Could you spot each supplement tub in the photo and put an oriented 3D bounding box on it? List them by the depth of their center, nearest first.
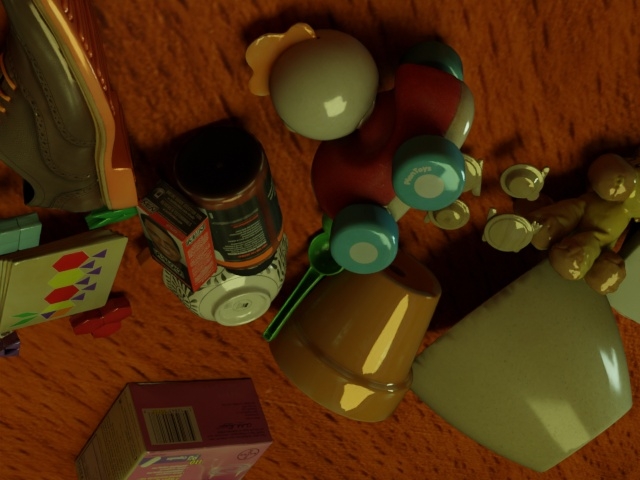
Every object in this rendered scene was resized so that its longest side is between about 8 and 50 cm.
[{"bbox_3d":[-0.099,-0.035,1.315,0.106,0.106,0.198,-19,148,-4],"label":"supplement tub"}]

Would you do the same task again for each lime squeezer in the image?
[{"bbox_3d":[0.000,0.000,1.463,0.110,0.059,0.310,-17,147,-33],"label":"lime squeezer"}]

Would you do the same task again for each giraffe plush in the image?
[{"bbox_3d":[0.392,-0.044,1.566,0.210,0.181,0.170,7,129,-47],"label":"giraffe plush"}]

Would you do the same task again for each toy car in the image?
[{"bbox_3d":[0.015,-0.131,1.204,0.238,0.219,0.210,30,128,-18],"label":"toy car"}]

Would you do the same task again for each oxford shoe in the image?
[{"bbox_3d":[-0.256,-0.130,1.058,0.132,0.130,0.364,-12,148,-6],"label":"oxford shoe"}]

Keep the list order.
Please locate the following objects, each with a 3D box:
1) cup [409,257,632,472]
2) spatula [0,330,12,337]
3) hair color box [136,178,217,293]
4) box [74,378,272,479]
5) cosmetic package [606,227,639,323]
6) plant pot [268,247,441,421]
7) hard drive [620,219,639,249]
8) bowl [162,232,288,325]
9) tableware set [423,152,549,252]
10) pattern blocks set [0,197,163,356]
[{"bbox_3d":[0.315,0.196,1.692,0.331,0.237,0.331,-34,168,-9],"label":"cup"},{"bbox_3d":[-0.512,0.149,1.425,0.242,0.019,0.168,3,140,-35],"label":"spatula"},{"bbox_3d":[-0.156,-0.002,1.270,0.043,0.072,0.141,-46,163,-19],"label":"hair color box"},{"bbox_3d":[-0.230,0.328,1.777,0.213,0.117,0.243,3,141,-35],"label":"box"},{"bbox_3d":[0.496,0.037,1.669,0.085,0.117,0.231,-54,174,-24],"label":"cosmetic package"},{"bbox_3d":[0.063,0.108,1.569,0.205,0.205,0.188,12,120,-42],"label":"plant pot"},{"bbox_3d":[0.617,0.015,1.649,0.064,0.339,0.237,-53,161,-26],"label":"hard drive"},{"bbox_3d":[-0.110,0.056,1.472,0.170,0.080,0.170,-16,148,-11],"label":"bowl"},{"bbox_3d":[0.212,-0.052,1.496,0.168,0.020,0.141,14,132,0],"label":"tableware set"},{"bbox_3d":[-0.307,0.047,1.339,0.285,0.026,0.325,-10,154,-35],"label":"pattern blocks set"}]
